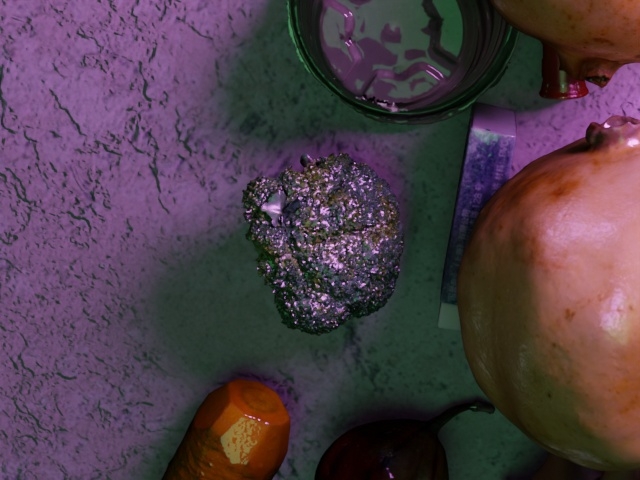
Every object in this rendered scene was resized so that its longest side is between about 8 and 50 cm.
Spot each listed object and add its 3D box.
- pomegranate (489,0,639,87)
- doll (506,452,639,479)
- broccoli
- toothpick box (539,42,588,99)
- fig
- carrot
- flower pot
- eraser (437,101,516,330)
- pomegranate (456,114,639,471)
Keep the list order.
[{"bbox_3d":[0.247,-0.257,0.899,0.264,0.264,0.264,4,112,9],"label":"pomegranate"},{"bbox_3d":[0.372,0.293,1.146,0.340,0.209,0.318,24,146,3],"label":"doll"},{"bbox_3d":[0.000,0.000,1.104,0.156,0.195,0.195,8,114,29],"label":"broccoli"},{"bbox_3d":[0.229,-0.178,1.050,0.047,0.047,0.083,-2,110,11],"label":"toothpick box"},{"bbox_3d":[0.072,0.252,1.196,0.148,0.149,0.202,22,100,21],"label":"fig"},{"bbox_3d":[-0.131,0.290,1.265,0.114,0.114,0.302,29,116,-2],"label":"carrot"},{"bbox_3d":[0.071,-0.205,1.019,0.235,0.140,0.235,4,114,10],"label":"flower pot"},{"bbox_3d":[0.154,-0.022,1.102,0.046,0.092,0.212,9,114,6],"label":"eraser"},{"bbox_3d":[0.281,0.040,0.975,0.332,0.332,0.332,4,112,9],"label":"pomegranate"}]
